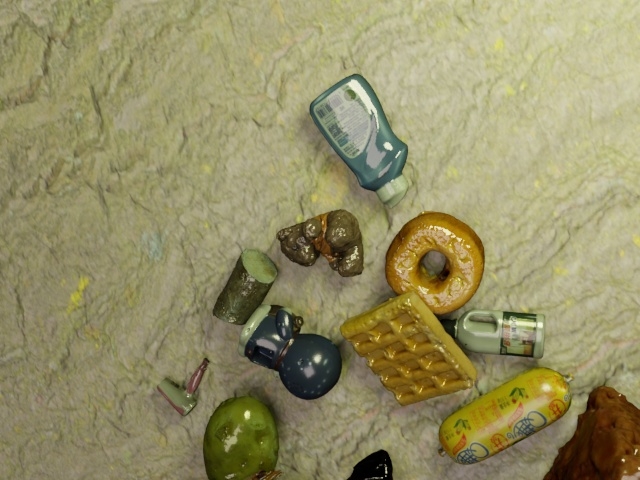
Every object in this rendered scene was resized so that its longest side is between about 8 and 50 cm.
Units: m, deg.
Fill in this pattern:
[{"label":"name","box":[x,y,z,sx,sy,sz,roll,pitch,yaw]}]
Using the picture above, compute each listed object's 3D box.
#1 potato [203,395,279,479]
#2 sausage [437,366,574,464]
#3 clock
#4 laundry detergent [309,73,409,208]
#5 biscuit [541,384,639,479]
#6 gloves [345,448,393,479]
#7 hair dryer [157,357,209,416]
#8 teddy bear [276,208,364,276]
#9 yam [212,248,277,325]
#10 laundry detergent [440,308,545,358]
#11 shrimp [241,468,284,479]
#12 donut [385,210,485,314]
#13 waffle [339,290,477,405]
[{"label":"potato","box":[-0.193,0.499,1.777,0.186,0.148,0.254,14,100,-16]},{"label":"sausage","box":[0.398,0.384,1.592,0.347,0.123,0.123,-36,89,18]},{"label":"clock","box":[-0.065,0.267,1.694,0.243,0.146,0.200,29,131,12]},{"label":"laundry detergent","box":[0.103,-0.208,1.584,0.143,0.094,0.290,-32,94,13]},{"label":"biscuit","box":[0.560,0.539,1.466,0.166,0.343,0.395,24,109,6]},{"label":"gloves","box":[0.106,0.593,1.676,0.124,0.203,0.164,33,109,6]},{"label":"hair dryer","box":[-0.330,0.356,1.845,0.106,0.054,0.154,43,99,9]},{"label":"teddy bear","box":[0.000,0.000,1.633,0.190,0.177,0.140,-11,53,17]},{"label":"yam","box":[-0.180,0.122,1.723,0.107,0.107,0.183,34,110,7]},{"label":"laundry detergent","box":[0.371,0.199,1.593,0.225,0.070,0.099,4,110,16]},{"label":"shrimp","box":[-0.177,0.624,1.683,0.267,0.061,0.145,-45,56,3]},{"label":"donut","box":[0.246,0.051,1.577,0.226,0.114,0.227,3,101,14]},{"label":"waffle","box":[0.191,0.240,1.597,0.221,0.055,0.248,-29,104,42]}]
